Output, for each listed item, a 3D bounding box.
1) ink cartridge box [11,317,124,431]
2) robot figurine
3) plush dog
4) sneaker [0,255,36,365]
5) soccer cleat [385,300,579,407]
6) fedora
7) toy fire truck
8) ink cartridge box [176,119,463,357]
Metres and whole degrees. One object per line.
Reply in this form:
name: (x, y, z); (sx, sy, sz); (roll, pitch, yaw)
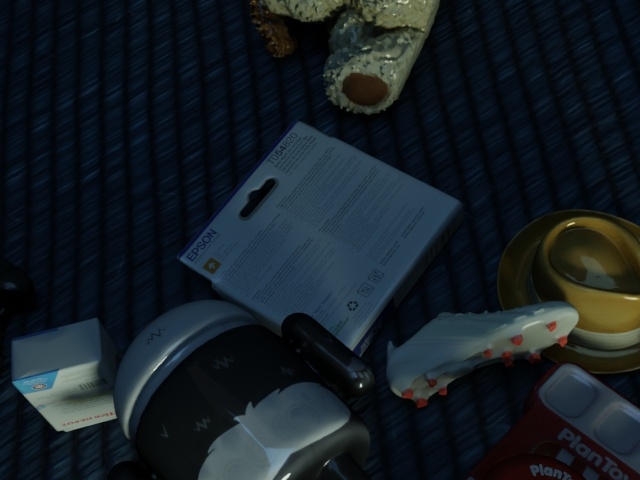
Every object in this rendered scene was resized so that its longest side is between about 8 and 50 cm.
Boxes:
ink cartridge box: (-0.241, 0.135, 1.058); (0.088, 0.122, 0.052); (-14, 55, 1)
robot figurine: (-0.067, 0.179, 0.978); (0.278, 0.173, 0.209); (41, 31, 26)
plush dog: (0.027, -0.308, 1.234); (0.225, 0.262, 0.210); (21, 32, 10)
sneaker: (-0.406, 0.125, 1.106); (0.130, 0.109, 0.286); (23, 68, 14)
soccer cleat: (0.149, 0.092, 1.029); (0.196, 0.068, 0.076); (-25, 52, 16)
fedora: (0.270, 0.035, 1.052); (0.194, 0.079, 0.194); (-4, 61, 7)
toy fire truck: (0.263, 0.254, 0.894); (0.302, 0.169, 0.254); (34, 52, 24)
ink cartridge box: (0.000, 0.000, 1.138); (0.224, 0.045, 0.223); (30, 69, 25)
